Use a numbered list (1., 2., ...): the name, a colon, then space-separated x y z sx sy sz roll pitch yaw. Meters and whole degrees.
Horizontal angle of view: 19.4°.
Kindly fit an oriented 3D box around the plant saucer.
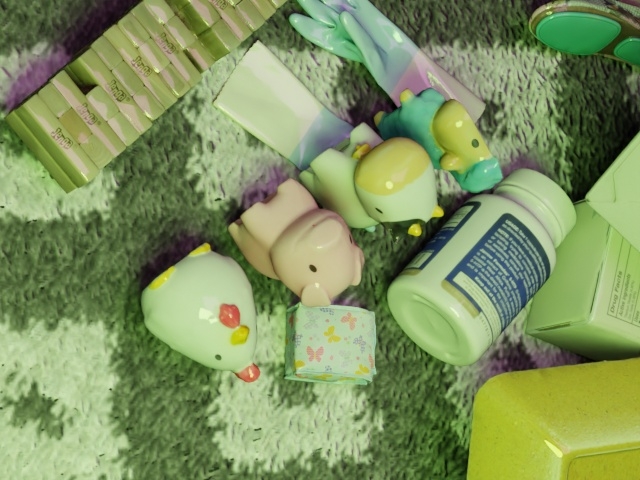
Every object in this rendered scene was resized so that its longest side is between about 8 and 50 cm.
1. plant saucer: 0.293 0.279 1.772 0.332 0.081 0.333 -5 108 -27

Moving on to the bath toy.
1. bath toy: 0.000 0.000 1.696 0.348 0.151 0.129 -37 90 -19

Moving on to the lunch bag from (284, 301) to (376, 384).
1. lunch bag: 0.011 0.098 1.752 0.083 0.053 0.071 4 77 -16

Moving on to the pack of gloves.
1. pack of gloves: 0.040 -0.136 1.810 0.232 0.046 0.195 40 66 -15

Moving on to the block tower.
1. block tower: -0.139 -0.183 1.705 0.335 0.091 0.097 -44 102 -26

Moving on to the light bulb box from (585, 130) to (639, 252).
1. light bulb box: 0.509 -0.045 1.801 0.358 0.225 0.361 45 37 10

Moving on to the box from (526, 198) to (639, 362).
1. box: 0.378 0.073 1.897 0.311 0.121 0.148 23 72 -21

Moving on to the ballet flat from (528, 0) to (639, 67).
1. ballet flat: 0.302 -0.228 1.948 0.221 0.077 0.079 11 58 -29

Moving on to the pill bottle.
1. pill bottle: 0.161 0.021 1.805 0.112 0.112 0.187 49 65 -11
